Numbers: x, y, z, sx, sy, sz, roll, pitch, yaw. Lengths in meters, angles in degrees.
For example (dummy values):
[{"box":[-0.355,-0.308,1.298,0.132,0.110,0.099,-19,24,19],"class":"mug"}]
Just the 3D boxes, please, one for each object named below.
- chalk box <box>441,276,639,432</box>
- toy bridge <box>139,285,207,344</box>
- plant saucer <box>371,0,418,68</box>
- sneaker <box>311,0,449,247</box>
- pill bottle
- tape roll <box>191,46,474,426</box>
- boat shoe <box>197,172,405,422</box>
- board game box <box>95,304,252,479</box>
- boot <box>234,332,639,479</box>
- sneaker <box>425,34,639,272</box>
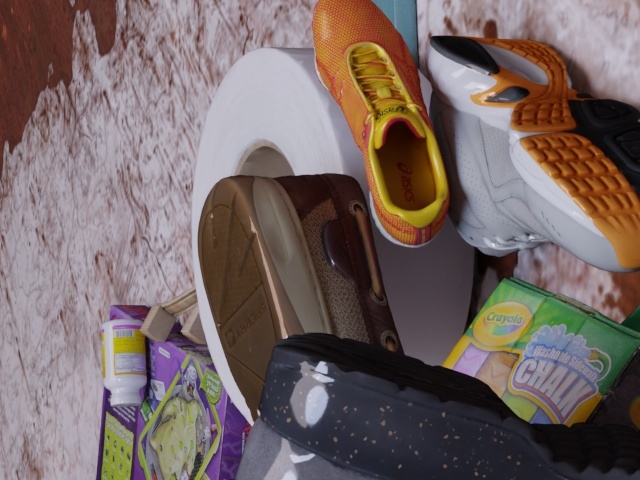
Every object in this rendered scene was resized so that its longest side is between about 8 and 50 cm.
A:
[{"box":[0.135,0.110,0.784,0.213,0.132,0.132,-54,27,-5],"class":"chalk box"},{"box":[-0.104,0.065,1.427,0.188,0.026,0.063,-2,56,54],"class":"toy bridge"},{"box":[0.049,-0.194,1.170,0.067,0.018,0.192,161,110,-63],"class":"plant saucer"},{"box":[0.042,-0.083,0.939,0.067,0.064,0.175,100,150,-70],"class":"sneaker"},{"box":[-0.194,0.122,1.523,0.043,0.043,0.083,151,119,-61],"class":"pill bottle"},{"box":[0.000,0.000,1.139,0.286,0.100,0.286,10,101,63],"class":"tape roll"},{"box":[0.030,0.115,0.923,0.123,0.123,0.342,-44,60,54],"class":"boat shoe"},{"box":[-0.145,0.196,1.515,0.347,0.056,0.208,-158,68,-63],"class":"board game box"},{"box":[0.101,0.189,0.654,0.118,0.338,0.222,-43,-29,-85],"class":"boot"},{"box":[0.132,-0.030,0.910,0.262,0.099,0.121,-119,31,-60],"class":"sneaker"}]
